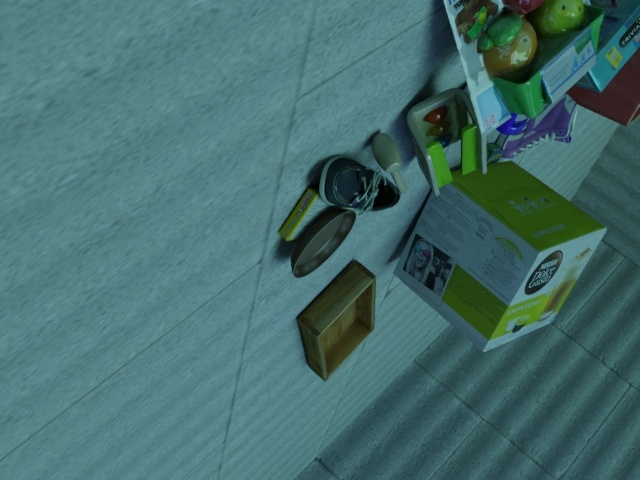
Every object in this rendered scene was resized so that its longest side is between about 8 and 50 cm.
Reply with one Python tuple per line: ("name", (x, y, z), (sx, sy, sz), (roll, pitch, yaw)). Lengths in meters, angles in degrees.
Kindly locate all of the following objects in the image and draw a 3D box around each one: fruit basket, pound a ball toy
("fruit basket", (0.364, -0.401, 1.474), (0.327, 0.165, 0.353), (-41, 139, -16))
("pound a ball toy", (0.212, -0.192, 1.698), (0.208, 0.136, 0.319), (-25, 163, 6))

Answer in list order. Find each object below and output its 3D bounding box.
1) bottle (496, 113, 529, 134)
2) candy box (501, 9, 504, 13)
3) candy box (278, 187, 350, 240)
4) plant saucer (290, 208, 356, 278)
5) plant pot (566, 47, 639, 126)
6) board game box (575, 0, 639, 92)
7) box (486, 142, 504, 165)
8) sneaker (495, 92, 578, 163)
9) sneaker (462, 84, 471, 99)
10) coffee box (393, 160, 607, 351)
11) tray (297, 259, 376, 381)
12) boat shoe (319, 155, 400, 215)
("bottle", (0.489, -0.380, 1.989), (0.118, 0.092, 0.283), (-36, 157, -39))
("candy box", (0.421, -0.504, 1.645), (0.187, 0.053, 0.109), (-54, 160, 7))
("candy box", (0.003, -0.052, 1.588), (0.105, 0.027, 0.206), (-57, 161, 16))
("plant saucer", (0.000, 0.000, 1.598), (0.168, 0.029, 0.168), (-44, 163, -17))
("plant pot", (0.819, -0.463, 2.371), (0.275, 0.243, 0.275), (-44, 162, -18))
("board game box", (0.573, -0.477, 1.745), (0.336, 0.254, 0.079), (-49, 127, -5))
("box", (0.424, -0.181, 2.318), (0.179, 0.043, 0.105), (-57, 161, 25))
("sneaker", (0.592, -0.282, 2.327), (0.102, 0.161, 0.282), (-23, 149, -58))
("sneaker", (0.311, -0.307, 1.794), (0.161, 0.057, 0.075), (-20, 128, -54))
("coffee box", (0.467, 0.028, 2.223), (0.337, 0.338, 0.334), (-14, 136, -43))
("tray", (0.046, 0.212, 2.152), (0.203, 0.076, 0.411), (-45, 161, -15))
("boat shoe", (0.075, -0.093, 1.543), (0.254, 0.079, 0.095), (16, 92, -66))
